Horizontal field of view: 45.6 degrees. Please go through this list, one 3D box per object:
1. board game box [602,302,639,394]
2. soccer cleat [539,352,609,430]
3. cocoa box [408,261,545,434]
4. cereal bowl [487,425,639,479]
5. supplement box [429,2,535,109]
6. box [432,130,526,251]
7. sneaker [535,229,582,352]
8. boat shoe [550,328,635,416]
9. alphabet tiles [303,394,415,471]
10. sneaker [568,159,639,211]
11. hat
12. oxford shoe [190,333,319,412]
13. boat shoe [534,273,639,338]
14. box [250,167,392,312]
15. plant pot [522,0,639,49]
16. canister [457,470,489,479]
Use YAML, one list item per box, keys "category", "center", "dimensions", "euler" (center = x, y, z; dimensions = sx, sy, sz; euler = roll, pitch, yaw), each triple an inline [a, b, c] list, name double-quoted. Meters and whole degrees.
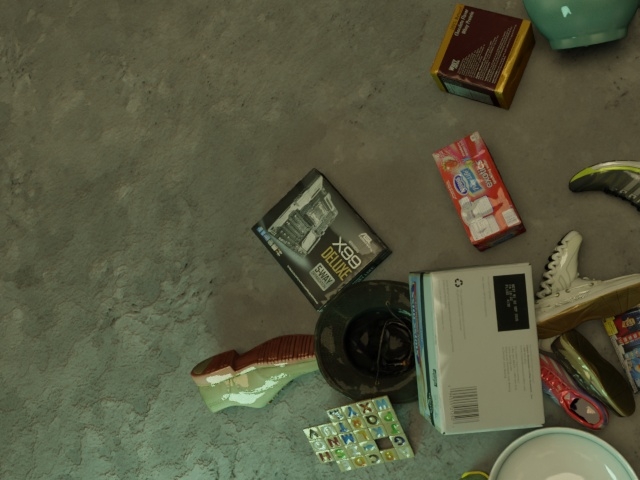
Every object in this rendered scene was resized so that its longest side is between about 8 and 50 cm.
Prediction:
- category: "board game box"
  center: [0.741, 0.213, 1.657]
  dimensions: [0.194, 0.060, 0.194]
  euler: [-30, 70, 37]
- category: "soccer cleat"
  center: [0.545, 0.336, 1.728]
  dimensions: [0.248, 0.095, 0.083]
  euler: [41, 96, 22]
- category: "cocoa box"
  center: [0.339, 0.230, 1.695]
  dimensions: [0.231, 0.228, 0.348]
  euler: [-4, 88, -6]
- category: "cereal bowl"
  center: [0.534, 0.576, 1.662]
  dimensions: [0.338, 0.141, 0.339]
  euler: [-3, 79, 19]
- category: "supplement box"
  center: [0.407, -0.460, 1.908]
  dimensions: [0.194, 0.129, 0.192]
  euler: [22, 89, 23]
- category: "box"
  center: [0.387, -0.117, 1.857]
  dimensions: [0.128, 0.122, 0.257]
  euler: [-26, 72, 15]
- category: "sneaker"
  center: [0.561, 0.122, 1.765]
  dimensions: [0.118, 0.110, 0.292]
  euler: [19, 96, 15]
- category: "boat shoe"
  center: [0.602, 0.299, 1.691]
  dimensions: [0.224, 0.080, 0.073]
  euler: [52, 140, 11]
- category: "alphabet tiles"
  center: [0.087, 0.478, 1.859]
  dimensions: [0.237, 0.009, 0.198]
  euler: [-17, 115, 17]
- category: "sneaker"
  center: [0.723, -0.117, 1.739]
  dimensions: [0.299, 0.111, 0.122]
  euler: [1, 85, 23]
- category: "hat"
  center: [0.152, 0.245, 1.877]
  dimensions: [0.331, 0.134, 0.332]
  euler: [0, 88, 4]
- category: "oxford shoe"
  center: [-0.132, 0.349, 1.992]
  dimensions: [0.396, 0.140, 0.147]
  euler: [-14, 107, 14]
- category: "boat shoe"
  center: [0.579, 0.121, 1.666]
  dimensions: [0.276, 0.098, 0.096]
  euler: [-21, 45, 10]
- category: "box"
  center: [0.000, 0.000, 2.010]
  dimensions: [0.242, 0.076, 0.307]
  euler: [-43, 68, 9]
- category: "plant pot"
  center: [0.619, -0.558, 1.785]
  dimensions: [0.292, 0.293, 0.197]
  euler: [-6, 104, 20]
- category: "canister"
  center: [0.342, 0.593, 1.717]
  dimensions: [0.073, 0.170, 0.126]
  euler: [-10, 76, 22]
